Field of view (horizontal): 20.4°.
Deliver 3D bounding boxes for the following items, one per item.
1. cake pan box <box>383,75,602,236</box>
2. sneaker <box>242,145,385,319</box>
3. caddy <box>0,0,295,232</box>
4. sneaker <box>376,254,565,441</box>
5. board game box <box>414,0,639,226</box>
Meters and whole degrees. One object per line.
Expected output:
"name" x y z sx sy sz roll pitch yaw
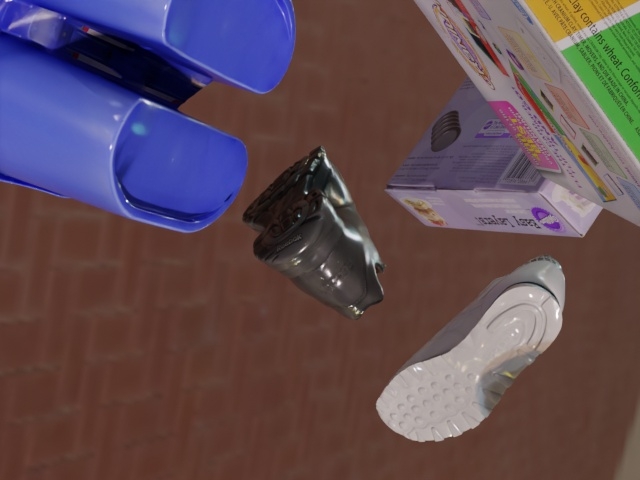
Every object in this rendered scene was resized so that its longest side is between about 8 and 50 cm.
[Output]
"cake pan box" 0.207 -0.118 1.574 0.070 0.267 0.245 42 73 -23
"sneaker" 0.000 0.000 1.753 0.130 0.109 0.286 46 14 -16
"caddy" -0.163 -0.142 1.423 0.241 0.179 0.341 -68 162 1
"sneaker" 0.149 0.106 1.717 0.090 0.235 0.095 42 29 -14
"board game box" 0.168 -0.125 1.249 0.242 0.064 0.316 52 -2 -18
